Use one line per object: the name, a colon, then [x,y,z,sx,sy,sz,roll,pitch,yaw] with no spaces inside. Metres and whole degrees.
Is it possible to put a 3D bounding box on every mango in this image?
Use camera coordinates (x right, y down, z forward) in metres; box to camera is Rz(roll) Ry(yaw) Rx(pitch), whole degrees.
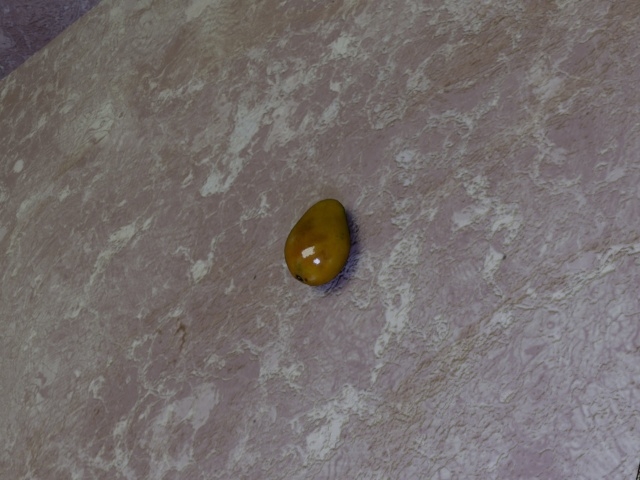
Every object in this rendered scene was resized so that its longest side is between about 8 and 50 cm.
mango: [-0.004,0.003,1.911,0.111,0.089,0.163,-24,35,15]

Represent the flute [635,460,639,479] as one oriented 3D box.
flute: [0.402,0.189,1.408,0.014,0.014,0.270,-4,59,44]
